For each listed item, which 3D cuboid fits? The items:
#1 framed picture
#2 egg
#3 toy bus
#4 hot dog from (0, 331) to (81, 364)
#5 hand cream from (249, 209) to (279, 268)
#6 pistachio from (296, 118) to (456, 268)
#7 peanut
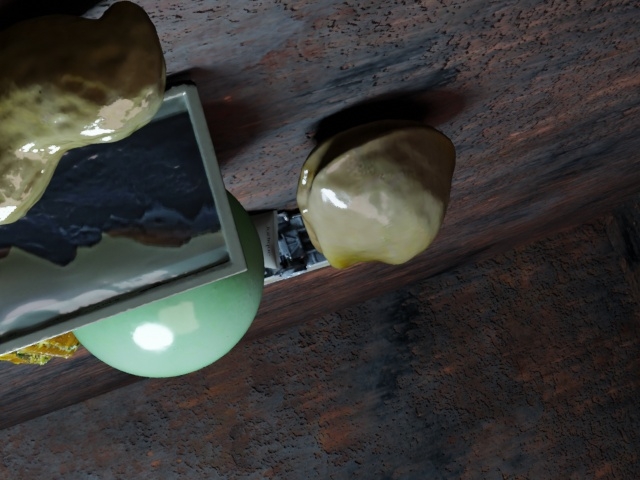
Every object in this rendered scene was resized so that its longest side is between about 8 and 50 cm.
[{"bbox_3d":[-0.211,-0.016,0.948,0.265,0.192,0.018,-20,-156,-11],"label":"framed picture"},{"bbox_3d":[-0.168,0.031,1.132,0.220,0.220,0.270,-20,162,-9],"label":"egg"},{"bbox_3d":[0.000,0.000,1.679,0.342,0.097,0.138,-17,171,-23],"label":"toy bus"},{"bbox_3d":[-0.430,0.144,1.642,0.115,0.072,0.269,-30,169,3],"label":"hot dog"},{"bbox_3d":[-0.123,0.002,1.512,0.054,0.087,0.186,-3,180,42],"label":"hand cream"},{"bbox_3d":[0.072,-0.069,1.324,0.212,0.163,0.260,-41,158,-6],"label":"pistachio"},{"bbox_3d":[-0.211,-0.084,0.751,0.263,0.117,0.101,-29,-172,24],"label":"peanut"}]
